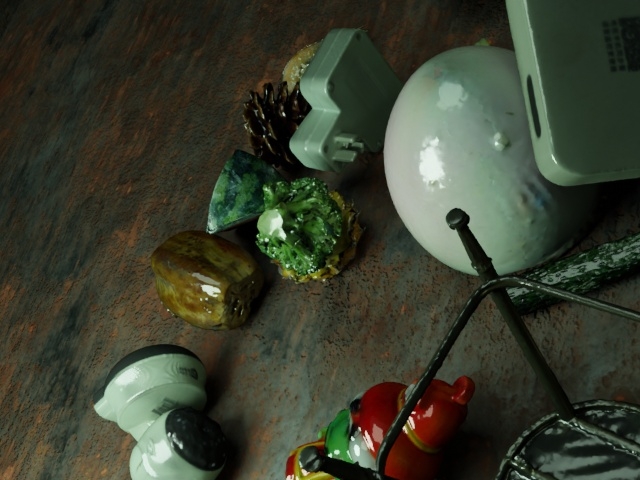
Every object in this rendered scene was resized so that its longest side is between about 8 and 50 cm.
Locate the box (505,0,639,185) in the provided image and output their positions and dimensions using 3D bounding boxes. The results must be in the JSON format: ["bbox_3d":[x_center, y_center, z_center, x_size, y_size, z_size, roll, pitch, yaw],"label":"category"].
[{"bbox_3d":[0.477,-0.278,1.228,0.373,0.090,0.367,-7,83,-7],"label":"box"}]

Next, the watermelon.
[{"bbox_3d":[-0.155,-0.059,1.746,0.136,0.202,0.207,26,60,23],"label":"watermelon"}]

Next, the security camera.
[{"bbox_3d":[-0.279,0.348,1.531,0.191,0.197,0.277,-41,49,19],"label":"security camera"}]

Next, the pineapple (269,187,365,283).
[{"bbox_3d":[0.000,0.000,1.640,0.225,0.076,0.224,-18,54,27],"label":"pineapple"}]

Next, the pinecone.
[{"bbox_3d":[-0.069,-0.253,1.795,0.208,0.208,0.207,-20,49,25],"label":"pinecone"}]

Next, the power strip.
[{"bbox_3d":[0.064,-0.261,1.669,0.141,0.229,0.261,15,69,42],"label":"power strip"}]

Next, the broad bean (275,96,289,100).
[{"bbox_3d":[-0.039,-0.309,1.922,0.298,0.043,0.060,16,81,44],"label":"broad bean"}]

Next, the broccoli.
[{"bbox_3d":[-0.046,-0.028,1.543,0.196,0.156,0.195,8,105,31],"label":"broccoli"}]

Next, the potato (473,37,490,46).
[{"bbox_3d":[0.316,-0.307,1.643,0.120,0.081,0.149,37,67,17],"label":"potato"}]

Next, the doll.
[{"bbox_3d":[0.099,0.310,1.261,0.363,0.160,0.182,-44,19,30],"label":"doll"}]

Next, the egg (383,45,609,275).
[{"bbox_3d":[0.256,-0.160,1.371,0.355,0.340,0.354,-20,48,24],"label":"egg"}]

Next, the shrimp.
[{"bbox_3d":[0.012,-0.420,1.965,0.251,0.052,0.143,-30,56,28],"label":"shrimp"}]

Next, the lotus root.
[{"bbox_3d":[-0.244,0.084,1.714,0.291,0.193,0.193,23,75,42],"label":"lotus root"}]

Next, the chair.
[{"bbox_3d":[0.286,0.254,0.979,0.365,0.410,0.361,18,67,41],"label":"chair"}]

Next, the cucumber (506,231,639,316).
[{"bbox_3d":[0.418,0.046,1.292,0.294,0.067,0.067,-23,48,21],"label":"cucumber"}]

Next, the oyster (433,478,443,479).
[{"bbox_3d":[0.178,0.472,1.087,0.111,0.204,0.396,-6,53,1],"label":"oyster"}]
